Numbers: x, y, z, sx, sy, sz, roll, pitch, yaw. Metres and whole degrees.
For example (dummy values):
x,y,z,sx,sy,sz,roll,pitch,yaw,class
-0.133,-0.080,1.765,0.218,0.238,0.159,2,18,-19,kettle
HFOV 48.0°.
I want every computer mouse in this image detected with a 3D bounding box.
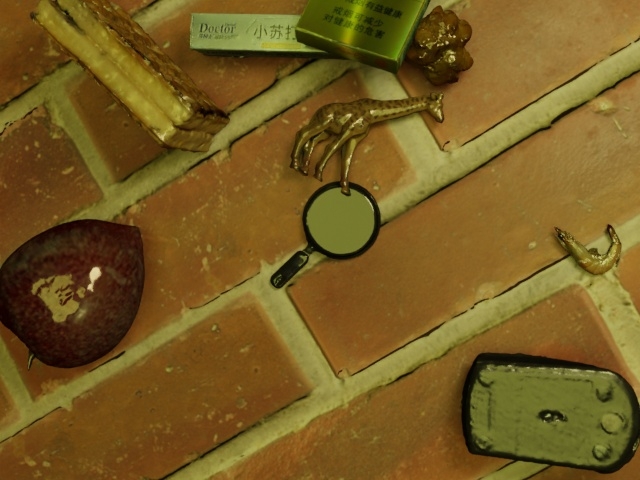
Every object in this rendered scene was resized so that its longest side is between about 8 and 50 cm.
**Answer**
x,y,z,sx,sy,sz,roll,pitch,yaw,class
0.363,0.271,1.150,0.269,0.100,0.170,5,88,14,computer mouse

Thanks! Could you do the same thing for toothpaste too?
x,y,z,sx,sy,sz,roll,pitch,yaw,class
-0.057,-0.342,1.202,0.313,0.089,0.071,4,98,8,toothpaste

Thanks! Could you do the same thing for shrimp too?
x,y,z,sx,sy,sz,roll,pitch,yaw,class
0.437,0.000,1.168,0.114,0.023,0.083,40,94,0,shrimp

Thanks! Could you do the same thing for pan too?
x,y,z,sx,sy,sz,roll,pitch,yaw,class
0.000,0.000,1.233,0.235,0.028,0.136,-44,85,8,pan

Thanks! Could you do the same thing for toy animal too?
x,y,z,sx,sy,sz,roll,pitch,yaw,class
0.072,-0.187,1.201,0.275,0.054,0.149,-37,76,2,toy animal

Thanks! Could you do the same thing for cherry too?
x,y,z,sx,sy,sz,roll,pitch,yaw,class
-0.419,0.084,1.220,0.230,0.203,0.300,40,83,7,cherry

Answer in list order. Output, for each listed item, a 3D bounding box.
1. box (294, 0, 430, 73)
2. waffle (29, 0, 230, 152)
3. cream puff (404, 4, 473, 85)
x,y,z,sx,sy,sz,roll,pitch,yaw,class
0.100,-0.422,1.139,0.173,0.043,0.311,21,73,11,box
-0.302,-0.278,1.181,0.308,0.213,0.091,44,101,4,waffle
0.192,-0.307,1.151,0.116,0.094,0.122,-11,131,-1,cream puff
